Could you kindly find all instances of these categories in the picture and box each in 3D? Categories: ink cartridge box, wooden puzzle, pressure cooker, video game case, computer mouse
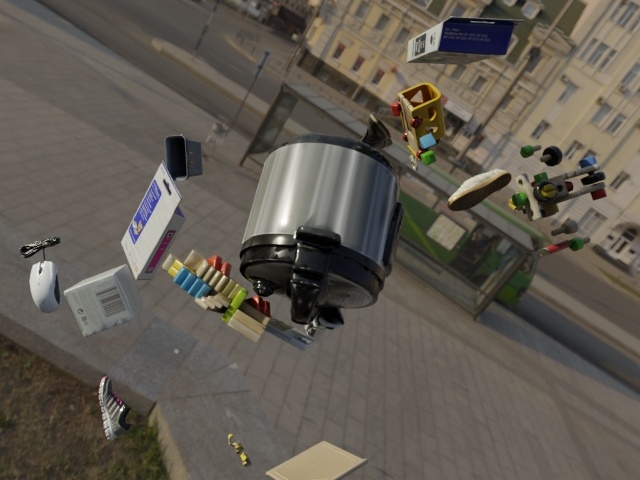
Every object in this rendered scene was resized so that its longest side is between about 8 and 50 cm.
[{"bbox_3d":[-0.529,-0.057,1.593,0.069,0.371,0.176,1,45,-45],"label":"ink cartridge box"},{"bbox_3d":[-0.011,0.672,1.447,0.221,0.044,0.238,-13,2,-37],"label":"wooden puzzle"},{"bbox_3d":[0.326,-0.466,1.179,0.165,0.065,0.333,1,13,-5],"label":"ink cartridge box"},{"bbox_3d":[-0.006,-0.001,1.233,0.375,0.420,0.370,-6,-29,40],"label":"pressure cooker"},{"bbox_3d":[-0.102,0.253,1.387,0.173,0.022,0.190,26,-2,10],"label":"video game case"},{"bbox_3d":[-0.712,0.090,1.274,0.042,0.106,0.193,76,2,-83],"label":"computer mouse"}]

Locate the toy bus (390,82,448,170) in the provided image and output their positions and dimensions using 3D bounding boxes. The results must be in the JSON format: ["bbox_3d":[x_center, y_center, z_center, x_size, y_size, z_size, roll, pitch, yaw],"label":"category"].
[{"bbox_3d":[0.264,-0.289,1.240,0.202,0.104,0.191,-87,153,-88],"label":"toy bus"}]

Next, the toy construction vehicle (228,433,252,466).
[{"bbox_3d":[-0.275,0.708,1.668,0.086,0.035,0.098,26,-40,59],"label":"toy construction vehicle"}]

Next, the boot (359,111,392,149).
[{"bbox_3d":[0.140,-0.299,1.499,0.077,0.137,0.198,62,9,21],"label":"boot"}]

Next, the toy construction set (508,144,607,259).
[{"bbox_3d":[0.609,-0.086,1.370,0.237,0.309,0.257,-18,20,-18],"label":"toy construction set"}]

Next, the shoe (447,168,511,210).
[{"bbox_3d":[0.484,-0.159,1.539,0.058,0.219,0.076,59,-5,44],"label":"shoe"}]

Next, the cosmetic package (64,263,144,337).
[{"bbox_3d":[-0.650,0.178,1.508,0.183,0.151,0.151,-153,-137,-79],"label":"cosmetic package"}]

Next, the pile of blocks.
[{"bbox_3d":[-0.259,0.110,1.254,0.362,0.113,0.149,33,-4,20],"label":"pile of blocks"}]

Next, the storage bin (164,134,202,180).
[{"bbox_3d":[-0.411,-0.255,1.532,0.098,0.135,0.091,2,9,28],"label":"storage bin"}]

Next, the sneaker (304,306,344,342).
[{"bbox_3d":[0.009,0.244,1.478,0.094,0.235,0.153,3,29,-15],"label":"sneaker"}]

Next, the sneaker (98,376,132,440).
[{"bbox_3d":[-0.564,0.458,1.373,0.074,0.063,0.170,-13,73,-16],"label":"sneaker"}]
